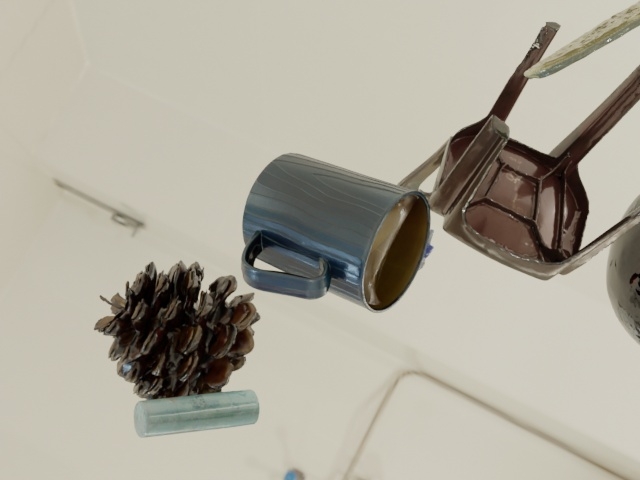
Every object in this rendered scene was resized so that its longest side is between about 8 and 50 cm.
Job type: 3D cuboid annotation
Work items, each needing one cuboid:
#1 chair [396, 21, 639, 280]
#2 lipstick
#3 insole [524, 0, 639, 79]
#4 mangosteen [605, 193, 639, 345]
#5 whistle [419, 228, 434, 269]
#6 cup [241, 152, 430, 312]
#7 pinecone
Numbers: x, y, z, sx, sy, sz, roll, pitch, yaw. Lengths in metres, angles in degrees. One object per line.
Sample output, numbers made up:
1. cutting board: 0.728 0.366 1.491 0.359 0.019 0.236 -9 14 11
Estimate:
1. chair: 0.185 -0.042 1.049 0.326 0.175 0.183 -58 -173 53
2. lipstick: -0.158 0.221 1.323 0.157 0.048 0.048 -1 124 -31
3. insole: 0.269 -0.191 0.804 0.247 0.011 0.081 -31 -171 3
4. mangosteen: 0.533 0.046 1.385 0.297 0.297 0.313 -61 149 -12
5. whistle: 0.185 0.019 1.859 0.033 0.029 0.083 84 29 -86
6. cup: 0.004 -0.010 0.928 0.150 0.138 0.114 -5 113 -59
7. pinecone: -0.206 0.127 1.444 0.221 0.221 0.221 -57 164 -27
